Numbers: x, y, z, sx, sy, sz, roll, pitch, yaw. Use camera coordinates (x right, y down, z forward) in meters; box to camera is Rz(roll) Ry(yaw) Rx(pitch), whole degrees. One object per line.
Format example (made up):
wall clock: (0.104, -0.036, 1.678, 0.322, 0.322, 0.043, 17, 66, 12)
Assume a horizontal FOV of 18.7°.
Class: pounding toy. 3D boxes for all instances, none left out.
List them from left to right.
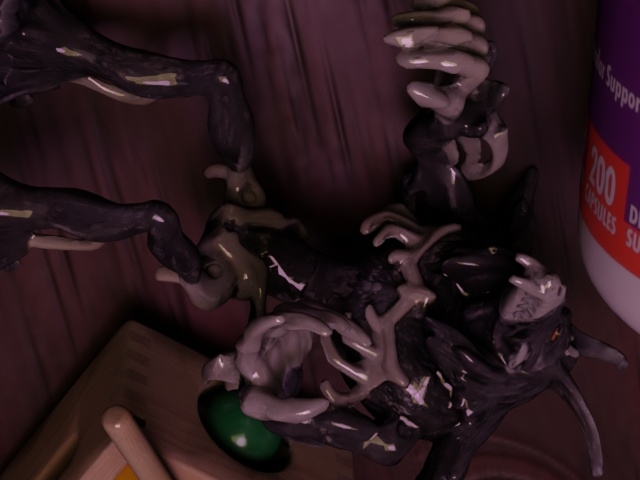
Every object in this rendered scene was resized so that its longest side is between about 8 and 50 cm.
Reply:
pounding toy: (-0.060, 0.105, 0.760, 0.130, 0.100, 0.141, 28, 121, -21)

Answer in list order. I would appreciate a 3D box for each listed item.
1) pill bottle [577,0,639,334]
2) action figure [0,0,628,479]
pill bottle: (0.184, -0.120, 0.623, 0.181, 0.181, 0.323, 0, 117, -2)
action figure: (0.000, 0.000, 0.692, 0.275, 0.164, 0.141, 23, 158, -7)
